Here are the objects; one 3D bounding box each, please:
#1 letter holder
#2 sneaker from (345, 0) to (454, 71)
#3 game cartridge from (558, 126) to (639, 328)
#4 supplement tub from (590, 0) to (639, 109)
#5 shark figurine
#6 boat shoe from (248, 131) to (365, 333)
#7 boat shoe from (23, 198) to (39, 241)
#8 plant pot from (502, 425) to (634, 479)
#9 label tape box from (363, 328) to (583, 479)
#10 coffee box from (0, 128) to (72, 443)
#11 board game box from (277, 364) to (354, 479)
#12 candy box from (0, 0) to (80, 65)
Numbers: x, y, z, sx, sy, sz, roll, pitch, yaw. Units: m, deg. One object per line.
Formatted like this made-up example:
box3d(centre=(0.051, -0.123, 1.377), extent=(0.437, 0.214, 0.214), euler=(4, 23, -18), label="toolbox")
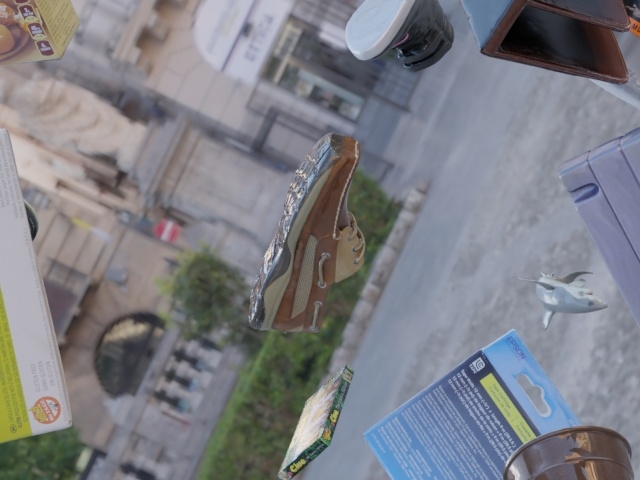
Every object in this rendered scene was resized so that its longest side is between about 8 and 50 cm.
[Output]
box3d(centre=(0.272, -0.342, 1.399), extent=(0.302, 0.214, 0.152), euler=(-103, 33, -41), label="letter holder")
box3d(centre=(0.125, -0.294, 1.722), extent=(0.105, 0.147, 0.295), euler=(-21, 26, 26), label="sneaker")
box3d(centre=(0.431, 0.029, 1.263), extent=(0.230, 0.355, 0.068), euler=(-26, 9, 22), label="game cartridge")
box3d(centre=(0.461, -0.357, 1.621), extent=(0.338, 0.207, 0.207), euler=(-59, 5, 12), label="supplement tub")
box3d(centre=(0.465, 0.121, 2.407), extent=(0.278, 0.166, 0.116), euler=(-55, -27, -82), label="shark figurine")
box3d(centre=(0.000, 0.000, 1.629), extent=(0.122, 0.120, 0.324), euler=(-84, 14, -50), label="boat shoe")
box3d(centre=(-0.589, -0.060, 1.869), extent=(0.127, 0.340, 0.113), euler=(-58, 28, 3), label="boat shoe")
box3d(centre=(0.323, 0.343, 1.487), extent=(0.165, 0.167, 0.167), euler=(-99, 28, -43), label="plant pot")
box3d(centre=(0.293, 0.366, 2.259), extent=(0.348, 0.249, 0.115), euler=(-36, -17, 5), label="label tape box")
box3d(centre=(-0.504, 0.069, 1.408), extent=(0.337, 0.334, 0.338), euler=(-175, 73, -72), label="coffee box")
box3d(centre=(-0.006, 0.355, 2.371), extent=(0.136, 0.030, 0.259), euler=(-48, 8, 27), label="board game box")
box3d(centre=(-0.433, -0.354, 1.429), extent=(0.087, 0.183, 0.316), euler=(-77, -24, -44), label="candy box")
